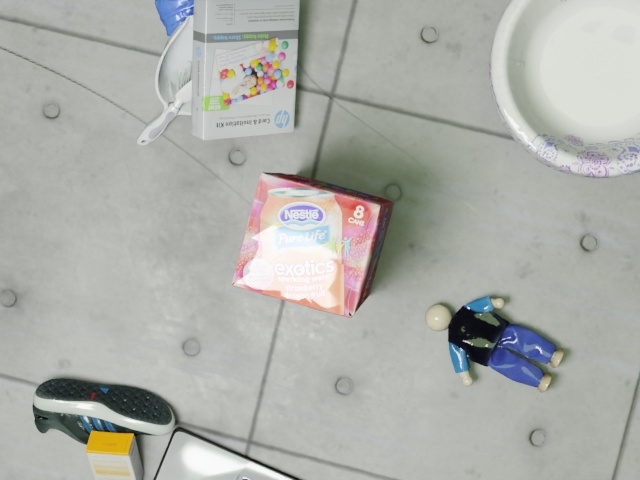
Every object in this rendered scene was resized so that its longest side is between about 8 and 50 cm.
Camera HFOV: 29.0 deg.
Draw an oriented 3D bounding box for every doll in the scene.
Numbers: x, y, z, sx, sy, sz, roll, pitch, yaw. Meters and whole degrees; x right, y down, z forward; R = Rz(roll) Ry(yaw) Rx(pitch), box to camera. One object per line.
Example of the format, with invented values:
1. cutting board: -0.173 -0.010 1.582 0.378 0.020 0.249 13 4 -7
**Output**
1. doll: 0.228 0.141 1.677 0.189 0.046 0.129 27 94 4

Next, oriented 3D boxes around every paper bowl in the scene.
1. paper bowl: 0.360 -0.222 1.597 0.284 0.148 0.284 0 93 7

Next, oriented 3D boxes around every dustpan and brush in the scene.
1. dustpan and brush: -0.185 -0.202 1.693 0.211 0.147 0.060 -33 46 36

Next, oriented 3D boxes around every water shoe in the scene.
1. water shoe: -0.304 0.249 1.742 0.203 0.073 0.080 13 121 4

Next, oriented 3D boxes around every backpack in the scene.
1. backpack: -0.159 -0.313 1.678 0.120 0.098 0.101 -18 96 6

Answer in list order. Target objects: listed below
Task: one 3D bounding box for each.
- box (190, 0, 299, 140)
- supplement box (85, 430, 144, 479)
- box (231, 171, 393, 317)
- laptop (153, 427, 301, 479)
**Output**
1. box: -0.100 -0.232 1.641 0.145 0.038 0.186 -8 112 -34
2. supplement box: -0.285 0.308 1.720 0.062 0.036 0.098 3 136 6
3. box: 0.000 0.000 1.570 0.154 0.300 0.142 16 94 6
4. laptop: -0.102 0.518 1.635 0.407 0.236 0.382 23 94 5
